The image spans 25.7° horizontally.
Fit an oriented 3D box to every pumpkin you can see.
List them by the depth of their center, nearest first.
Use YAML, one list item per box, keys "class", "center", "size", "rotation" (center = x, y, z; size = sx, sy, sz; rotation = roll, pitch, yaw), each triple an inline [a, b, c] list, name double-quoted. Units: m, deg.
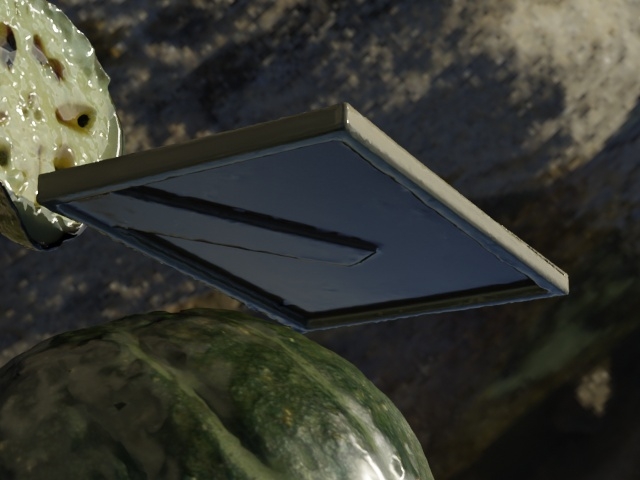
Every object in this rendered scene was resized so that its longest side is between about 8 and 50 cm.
- class: "pumpkin"
  center: [-0.078, 0.184, 0.717]
  size: [0.291, 0.257, 0.328]
  rotation: [-32, 149, -20]

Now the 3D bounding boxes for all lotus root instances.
- class: "lotus root"
  center: [-0.227, -0.081, 0.994]
  size: [0.078, 0.183, 0.203]
  rotation: [-16, -168, 26]

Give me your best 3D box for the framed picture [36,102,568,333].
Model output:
- class: "framed picture"
  center: [0.000, 0.000, 1.003]
  size: [0.247, 0.022, 0.335]
  rotation: [-11, 155, 31]
